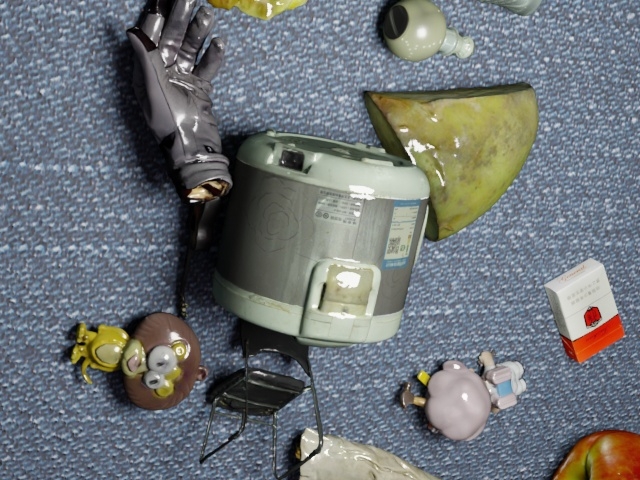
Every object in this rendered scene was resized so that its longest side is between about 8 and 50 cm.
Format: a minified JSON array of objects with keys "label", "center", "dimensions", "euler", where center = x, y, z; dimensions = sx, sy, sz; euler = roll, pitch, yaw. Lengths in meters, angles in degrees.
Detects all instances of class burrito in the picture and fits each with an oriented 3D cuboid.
[{"label":"burrito","center":[0.111,0.409,1.799],"dimensions":[0.392,0.076,0.117],"euler":[27,96,-28]}]

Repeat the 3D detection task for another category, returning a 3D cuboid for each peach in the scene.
[{"label":"peach","center":[0.536,0.461,1.906],"dimensions":[0.274,0.248,0.245],"euler":[34,53,-23]}]

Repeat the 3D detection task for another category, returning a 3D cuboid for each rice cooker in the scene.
[{"label":"rice cooker","center":[0.001,0.003,1.501],"dimensions":[0.288,0.288,0.277],"euler":[7,101,-25]}]

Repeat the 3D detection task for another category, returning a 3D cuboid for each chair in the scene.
[{"label":"chair","center":[-0.088,0.222,1.643],"dimensions":[0.140,0.221,0.145],"euler":[18,142,-27]}]

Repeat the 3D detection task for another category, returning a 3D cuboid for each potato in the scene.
[{"label":"potato","center":[0.232,-0.159,1.647],"dimensions":[0.255,0.112,0.269],"euler":[-33,118,-11]}]

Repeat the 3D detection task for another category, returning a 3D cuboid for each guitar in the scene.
[{"label":"guitar","center":[-0.176,0.009,1.554],"dimensions":[0.025,0.088,0.233],"euler":[1,116,-22]}]

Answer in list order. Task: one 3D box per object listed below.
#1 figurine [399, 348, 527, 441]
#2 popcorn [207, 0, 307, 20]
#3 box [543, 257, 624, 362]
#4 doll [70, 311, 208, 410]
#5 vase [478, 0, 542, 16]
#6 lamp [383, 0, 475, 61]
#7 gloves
[{"label":"figurine","center":[0.245,0.256,1.792],"dimensions":[0.228,0.112,0.137],"euler":[-16,108,-28]},{"label":"popcorn","center":[-0.093,-0.407,1.353],"dimensions":[0.292,0.237,0.293],"euler":[-6,110,-17]},{"label":"box","center":[0.449,0.119,1.865],"dimensions":[0.100,0.048,0.152],"euler":[-28,118,-10]},{"label":"doll","center":[-0.256,0.176,1.562],"dimensions":[0.188,0.096,0.145],"euler":[-9,103,-9]},{"label":"vase","center":[0.218,-0.380,1.577],"dimensions":[0.219,0.096,0.096],"euler":[8,104,-28]},{"label":"lamp","center":[0.165,-0.294,1.593],"dimensions":[0.163,0.091,0.091],"euler":[11,103,-42]},{"label":"gloves","center":[-0.185,-0.189,1.443],"dimensions":[0.142,0.119,0.286],"euler":[-2,86,-55]}]
